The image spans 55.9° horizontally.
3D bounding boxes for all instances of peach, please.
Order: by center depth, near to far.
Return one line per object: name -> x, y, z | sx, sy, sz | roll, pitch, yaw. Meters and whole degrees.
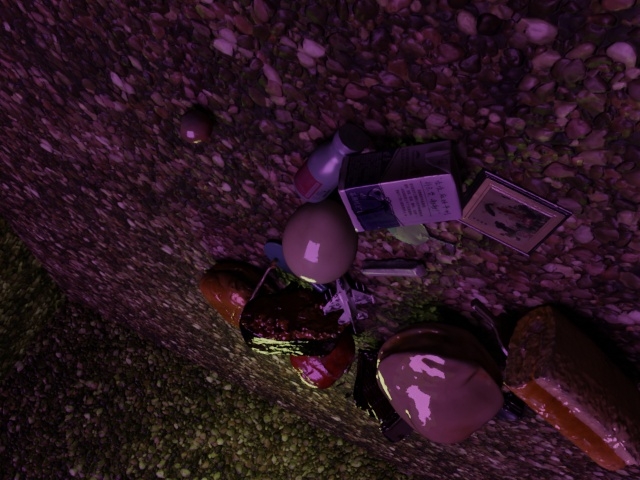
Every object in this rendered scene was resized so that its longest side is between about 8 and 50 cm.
peach -> -0.297, -0.270, 1.441 | 0.083, 0.083, 0.083 | 23, 152, 13

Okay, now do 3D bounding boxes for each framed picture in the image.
framed picture -> 0.379, -0.049, 1.231 | 0.195, 0.010, 0.199 | 27, 153, 5

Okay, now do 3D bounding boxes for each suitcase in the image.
suitcase -> 0.602, 0.540, 1.959 | 0.086, 0.059, 0.126 | 35, 154, -8

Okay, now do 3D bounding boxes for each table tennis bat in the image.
table tennis bat -> 0.457, 0.227, 1.493 | 0.246, 0.138, 0.022 | 43, 127, -17
table tennis bat -> -0.075, 0.080, 1.866 | 0.237, 0.038, 0.149 | 38, 151, -6

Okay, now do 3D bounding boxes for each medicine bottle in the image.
medicine bottle -> 0.021, -0.165, 1.296 | 0.090, 0.090, 0.217 | 35, 145, -9

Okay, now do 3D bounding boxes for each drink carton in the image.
drink carton -> 0.161, -0.103, 1.186 | 0.222, 0.101, 0.134 | -6, 138, 20

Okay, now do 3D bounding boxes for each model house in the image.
model house -> 0.255, 0.506, 2.126 | 0.282, 0.297, 0.317 | 52, 180, 32

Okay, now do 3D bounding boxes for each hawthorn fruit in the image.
hawthorn fruit -> -0.018, 0.373, 2.101 | 0.272, 0.242, 0.242 | 40, 152, 0

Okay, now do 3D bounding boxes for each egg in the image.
egg -> 0.000, 0.000, 1.488 | 0.189, 0.188, 0.253 | 25, 147, 10

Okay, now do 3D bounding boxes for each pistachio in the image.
pistachio -> 0.342, 0.410, 1.743 | 0.366, 0.281, 0.445 | 2, 136, 17

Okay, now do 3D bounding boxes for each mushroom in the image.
mushroom -> -0.205, 0.159, 1.951 | 0.026, 0.028, 0.286 | 43, 126, 11

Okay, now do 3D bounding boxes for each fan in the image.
fan -> 0.235, -0.016, 1.432 | 0.175, 0.005, 0.113 | 21, 151, 20

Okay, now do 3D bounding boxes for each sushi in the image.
sushi -> -0.086, 0.240, 1.922 | 0.349, 0.234, 0.207 | 0, 149, -14

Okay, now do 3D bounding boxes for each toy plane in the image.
toy plane -> 0.075, 0.159, 1.795 | 0.160, 0.082, 0.234 | -14, 107, 7

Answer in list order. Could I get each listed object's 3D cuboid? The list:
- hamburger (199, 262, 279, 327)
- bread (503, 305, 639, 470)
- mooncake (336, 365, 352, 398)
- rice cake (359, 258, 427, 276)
hamburger -> -0.280, 0.208, 2.147 | 0.319, 0.158, 0.318 | 26, 150, 16
bread -> 0.616, 0.344, 1.425 | 0.375, 0.236, 0.165 | 42, 138, -15
mooncake -> 0.091, 0.496, 2.215 | 0.057, 0.347, 0.150 | 10, 110, 3
rice cake -> 0.191, 0.076, 1.600 | 0.207, 0.036, 0.047 | -4, 150, 47
